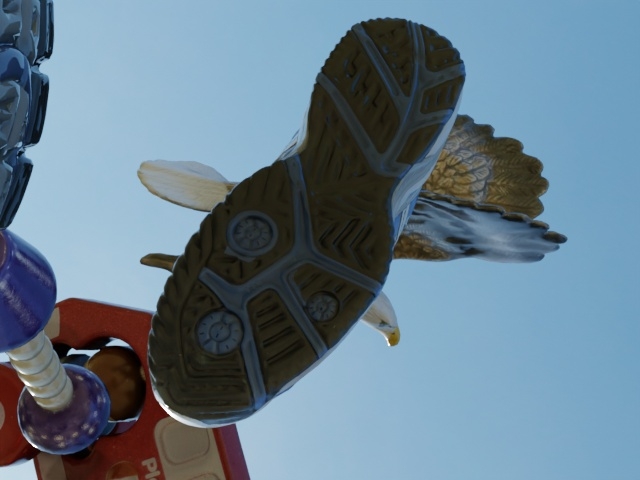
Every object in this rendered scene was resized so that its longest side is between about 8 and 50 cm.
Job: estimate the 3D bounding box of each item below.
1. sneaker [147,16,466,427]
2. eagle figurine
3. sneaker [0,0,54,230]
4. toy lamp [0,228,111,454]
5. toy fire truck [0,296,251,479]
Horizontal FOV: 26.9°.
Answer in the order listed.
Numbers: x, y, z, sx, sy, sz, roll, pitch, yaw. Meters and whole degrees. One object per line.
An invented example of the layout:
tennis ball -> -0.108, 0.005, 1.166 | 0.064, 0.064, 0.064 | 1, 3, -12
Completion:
sneaker -> 0.000, 0.000, 0.579 | 0.080, 0.081, 0.211 | 30, -120, 11
eagle figurine -> 0.025, -0.008, 1.053 | 0.298, 0.225, 0.226 | -32, -124, 17
sneaker -> -0.154, 0.015, 0.307 | 0.129, 0.111, 0.297 | 22, -92, 5
toy lamp -> -0.197, 0.068, 0.883 | 0.080, 0.275, 0.080 | -1, -118, 1
toy fire truck -> -0.183, 0.195, 1.251 | 0.254, 0.169, 0.302 | -21, -104, 24
